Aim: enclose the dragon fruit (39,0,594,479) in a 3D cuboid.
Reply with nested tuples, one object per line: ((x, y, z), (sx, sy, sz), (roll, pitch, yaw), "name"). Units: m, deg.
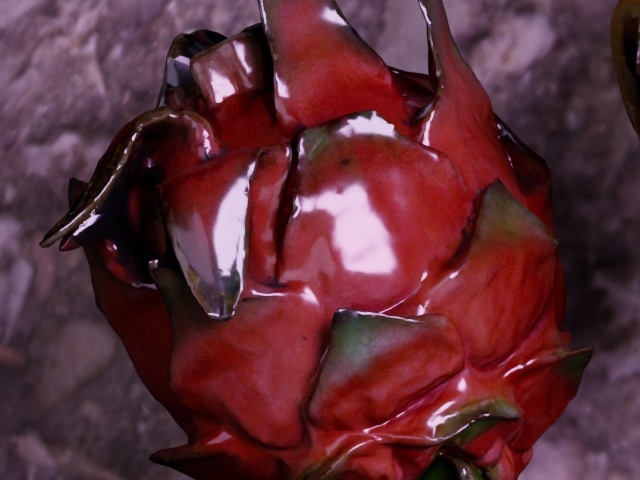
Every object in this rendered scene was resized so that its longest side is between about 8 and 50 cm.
((0.000, 0.000, 0.751), (0.192, 0.193, 0.274), (-25, 79, 2), "dragon fruit")

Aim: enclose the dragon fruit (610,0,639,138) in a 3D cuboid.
((0.214, -0.070, 0.646), (0.224, 0.224, 0.227), (28, 97, 31), "dragon fruit")
